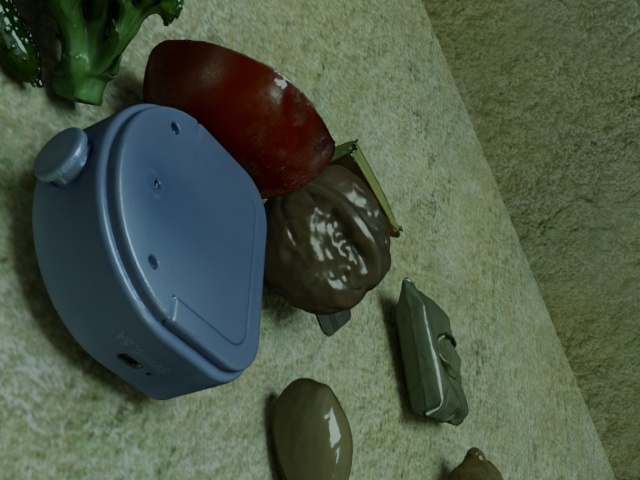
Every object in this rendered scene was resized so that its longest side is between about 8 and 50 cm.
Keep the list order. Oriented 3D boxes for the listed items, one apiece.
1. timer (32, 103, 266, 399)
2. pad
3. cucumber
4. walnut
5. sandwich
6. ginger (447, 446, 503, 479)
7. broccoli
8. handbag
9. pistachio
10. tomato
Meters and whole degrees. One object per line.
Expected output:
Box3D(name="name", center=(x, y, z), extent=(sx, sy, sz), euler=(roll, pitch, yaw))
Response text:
Box3D(name="timer", center=(-0.238, -0.005, 1.273), extent=(0.395, 0.173, 0.395), euler=(43, 37, -45))
Box3D(name="pad", center=(0.047, 0.039, 1.971), extent=(0.323, 0.055, 0.250), euler=(-25, 94, -48))
Box3D(name="cucumber", center=(-0.430, -0.299, 1.237), extent=(0.227, 0.069, 0.069), euler=(63, 25, -25))
Box3D(name="walnut", center=(0.002, -0.002, 1.704), extent=(0.273, 0.273, 0.227), euler=(66, -11, -9))
Box3D(name="sandwich", center=(0.076, -0.096, 2.055), extent=(0.236, 0.128, 0.122), euler=(60, 23, -23))
Box3D(name="ginger", center=(0.332, 0.573, 2.070), extent=(0.354, 0.126, 0.190), euler=(-30, 119, -68))
Box3D(name="broccoli", center=(-0.327, -0.328, 1.332), extent=(0.254, 0.269, 0.269), euler=(9, 52, -13))
Box3D(name="handbag", center=(0.251, 0.265, 2.163), extent=(0.253, 0.109, 0.316), euler=(33, 42, -60))
Box3D(name="pistachio", center=(-0.012, 0.339, 1.556), extent=(0.136, 0.135, 0.226), euler=(22, 60, -59))
Box3D(name="tomato", center=(-0.147, -0.165, 1.494), extent=(0.338, 0.338, 0.144), euler=(44, 63, -44))
